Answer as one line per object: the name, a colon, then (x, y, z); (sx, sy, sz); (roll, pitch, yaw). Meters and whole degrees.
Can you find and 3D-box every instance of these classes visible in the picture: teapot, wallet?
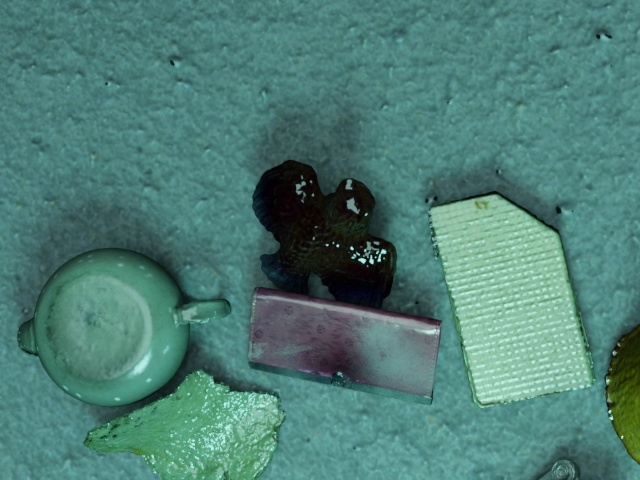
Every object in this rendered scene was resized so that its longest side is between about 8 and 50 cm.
teapot: (-0.252, 0.106, 1.391); (0.294, 0.129, 0.193); (-10, 86, 7)
wallet: (0.027, 0.125, 1.366); (0.232, 0.025, 0.119); (10, 119, 10)

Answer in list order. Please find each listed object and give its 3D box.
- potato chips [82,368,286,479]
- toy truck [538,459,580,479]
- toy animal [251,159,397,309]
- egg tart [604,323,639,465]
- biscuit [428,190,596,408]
potato chips: (-0.168, 0.235, 1.388); (0.228, 0.059, 0.167); (20, 111, -16)
toy truck: (0.256, 0.368, 1.291); (0.213, 0.161, 0.177); (-43, 62, 6)
toy animal: (0.003, -0.004, 1.325); (0.116, 0.179, 0.218); (-40, 86, -20)
egg tart: (0.427, 0.160, 1.249); (0.215, 0.171, 0.215); (-2, 72, 7)
biscuit: (0.224, 0.064, 1.346); (0.150, 0.052, 0.252); (-14, 87, 5)
